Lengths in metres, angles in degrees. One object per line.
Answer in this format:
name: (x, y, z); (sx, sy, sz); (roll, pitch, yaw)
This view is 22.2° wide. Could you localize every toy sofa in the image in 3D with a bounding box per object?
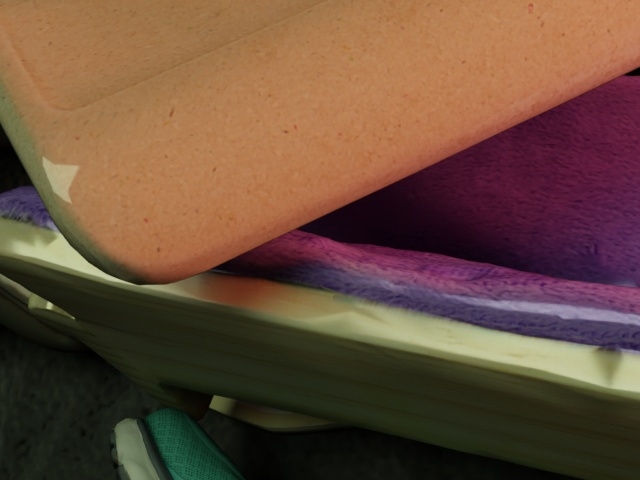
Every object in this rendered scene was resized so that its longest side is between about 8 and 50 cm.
toy sofa: (0.078, -0.002, 0.552); (0.363, 0.177, 0.150); (10, 68, 29)

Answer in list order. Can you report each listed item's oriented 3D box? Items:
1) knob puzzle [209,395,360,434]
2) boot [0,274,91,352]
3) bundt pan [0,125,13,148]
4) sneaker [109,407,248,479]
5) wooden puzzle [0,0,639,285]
knob puzzle: (0.000, 0.000, 0.712); (0.213, 0.030, 0.213); (-14, 57, 23)
boot: (-0.189, 0.033, 0.795); (0.219, 0.082, 0.106); (27, 101, 34)
bundt pan: (-0.129, -0.185, 0.831); (0.331, 0.124, 0.330); (-15, 56, 24)
sneaker: (0.023, 0.146, 0.589); (0.110, 0.107, 0.275); (-39, 53, -19)
wooden puzzle: (0.001, -0.163, 0.590); (0.322, 0.080, 0.348); (-26, 56, -11)
